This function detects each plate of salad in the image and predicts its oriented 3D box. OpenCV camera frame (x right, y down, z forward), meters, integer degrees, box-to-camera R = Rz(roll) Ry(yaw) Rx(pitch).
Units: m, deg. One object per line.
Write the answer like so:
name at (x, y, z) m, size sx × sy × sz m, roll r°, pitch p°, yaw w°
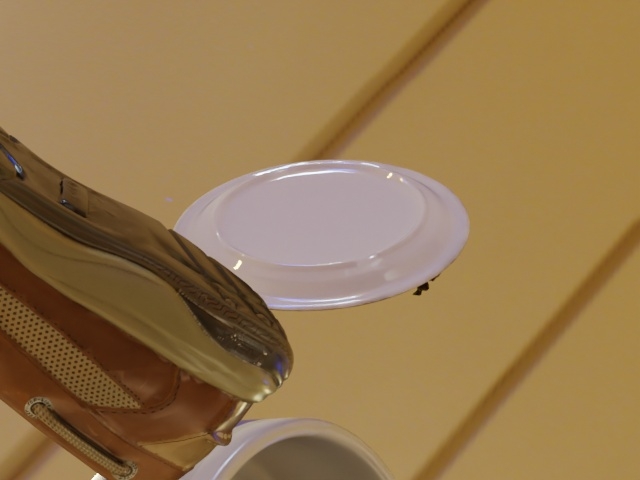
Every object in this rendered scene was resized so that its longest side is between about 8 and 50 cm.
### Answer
plate of salad at (0.000, 0.000, 0.916) m, size 0.199 × 0.200 × 0.048 m, roll -19°, pitch -57°, yaw -24°

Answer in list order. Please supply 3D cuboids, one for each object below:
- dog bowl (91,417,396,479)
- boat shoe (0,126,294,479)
dog bowl at (-0.043, 0.241, 0.828) m, size 0.265 × 0.104 × 0.265 m, roll 13°, pitch -107°, yaw -53°
boat shoe at (-0.167, 0.005, 0.585) m, size 0.324 × 0.122 × 0.120 m, roll 34°, pitch -83°, yaw -12°
